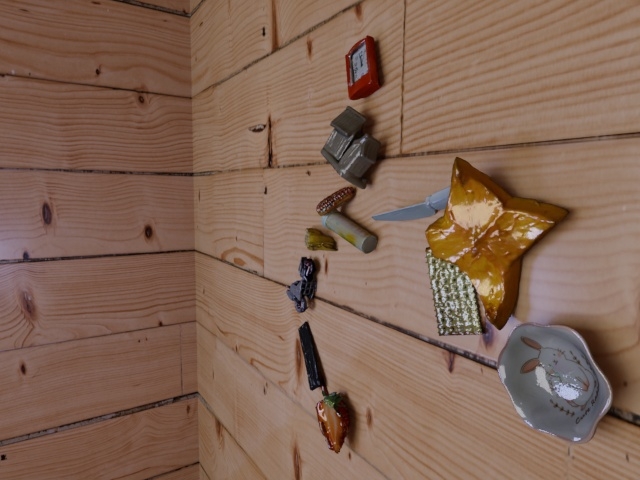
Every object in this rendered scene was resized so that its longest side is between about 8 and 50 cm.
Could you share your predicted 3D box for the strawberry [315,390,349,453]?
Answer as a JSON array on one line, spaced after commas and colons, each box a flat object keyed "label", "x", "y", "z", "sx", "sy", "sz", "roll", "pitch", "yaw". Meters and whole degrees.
[{"label": "strawberry", "x": 0.055, "y": 0.610, "z": 1.480, "sx": 0.140, "sy": 0.085, "sz": 0.192, "roll": -55, "pitch": 54, "yaw": 34}]

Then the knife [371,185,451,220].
[{"label": "knife", "x": 0.266, "y": -0.082, "z": 1.103, "sx": 0.331, "sy": 0.080, "sz": 0.044, "roll": -17, "pitch": 58, "yaw": 54}]

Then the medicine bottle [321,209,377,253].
[{"label": "medicine bottle", "x": 0.091, "y": -0.032, "z": 1.382, "sx": 0.218, "sy": 0.073, "sz": 0.074, "roll": 37, "pitch": 123, "yaw": 47}]

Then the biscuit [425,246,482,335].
[{"label": "biscuit", "x": 0.328, "y": 0.120, "z": 1.079, "sx": 0.139, "sy": 0.016, "sz": 0.232, "roll": -20, "pitch": 76, "yaw": 55}]

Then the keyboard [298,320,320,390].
[{"label": "keyboard", "x": -0.043, "y": 0.440, "z": 1.654, "sx": 0.087, "sy": 0.017, "sz": 0.251, "roll": -50, "pitch": 46, "yaw": 47}]

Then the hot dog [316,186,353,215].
[{"label": "hot dog", "x": 0.047, "y": -0.131, "z": 1.407, "sx": 0.144, "sy": 0.038, "sz": 0.062, "roll": -32, "pitch": 45, "yaw": 14}]

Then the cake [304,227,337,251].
[{"label": "cake", "x": 0.000, "y": -0.004, "z": 1.553, "sx": 0.185, "sy": 0.116, "sz": 0.080, "roll": -143, "pitch": 55, "yaw": -88}]

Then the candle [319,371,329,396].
[{"label": "candle", "x": 0.018, "y": 0.565, "z": 1.590, "sx": 0.026, "sy": 0.021, "sz": 0.168, "roll": -50, "pitch": 52, "yaw": 47}]

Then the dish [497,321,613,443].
[{"label": "dish", "x": 0.462, "y": 0.263, "z": 0.834, "sx": 0.229, "sy": 0.081, "sz": 0.230, "roll": 9, "pitch": 100, "yaw": 60}]

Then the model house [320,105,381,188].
[{"label": "model house", "x": 0.093, "y": -0.289, "z": 1.311, "sx": 0.229, "sy": 0.122, "sz": 0.188, "roll": 54, "pitch": 130, "yaw": 33}]

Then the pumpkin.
[{"label": "pumpkin", "x": 0.350, "y": 0.002, "z": 0.935, "sx": 0.258, "sy": 0.095, "sz": 0.290, "roll": 35, "pitch": 124, "yaw": 28}]

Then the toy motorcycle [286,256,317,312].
[{"label": "toy motorcycle", "x": -0.069, "y": 0.162, "z": 1.641, "sx": 0.122, "sy": 0.080, "sz": 0.216, "roll": 30, "pitch": 112, "yaw": 49}]

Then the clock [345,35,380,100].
[{"label": "clock", "x": 0.129, "y": -0.512, "z": 1.288, "sx": 0.113, "sy": 0.061, "sz": 0.155, "roll": -18, "pitch": 74, "yaw": 56}]
